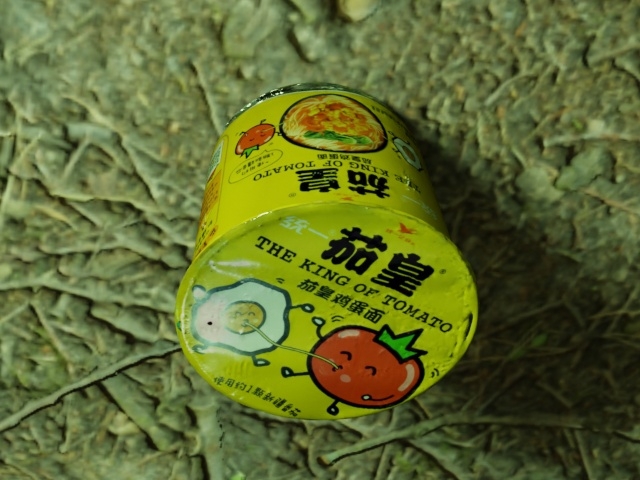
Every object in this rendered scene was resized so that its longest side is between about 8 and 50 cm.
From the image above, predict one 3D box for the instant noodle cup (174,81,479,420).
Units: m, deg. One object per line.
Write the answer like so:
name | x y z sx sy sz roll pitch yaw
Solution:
instant noodle cup | 0.000 0.000 1.137 0.182 0.144 0.182 -3 131 -3
